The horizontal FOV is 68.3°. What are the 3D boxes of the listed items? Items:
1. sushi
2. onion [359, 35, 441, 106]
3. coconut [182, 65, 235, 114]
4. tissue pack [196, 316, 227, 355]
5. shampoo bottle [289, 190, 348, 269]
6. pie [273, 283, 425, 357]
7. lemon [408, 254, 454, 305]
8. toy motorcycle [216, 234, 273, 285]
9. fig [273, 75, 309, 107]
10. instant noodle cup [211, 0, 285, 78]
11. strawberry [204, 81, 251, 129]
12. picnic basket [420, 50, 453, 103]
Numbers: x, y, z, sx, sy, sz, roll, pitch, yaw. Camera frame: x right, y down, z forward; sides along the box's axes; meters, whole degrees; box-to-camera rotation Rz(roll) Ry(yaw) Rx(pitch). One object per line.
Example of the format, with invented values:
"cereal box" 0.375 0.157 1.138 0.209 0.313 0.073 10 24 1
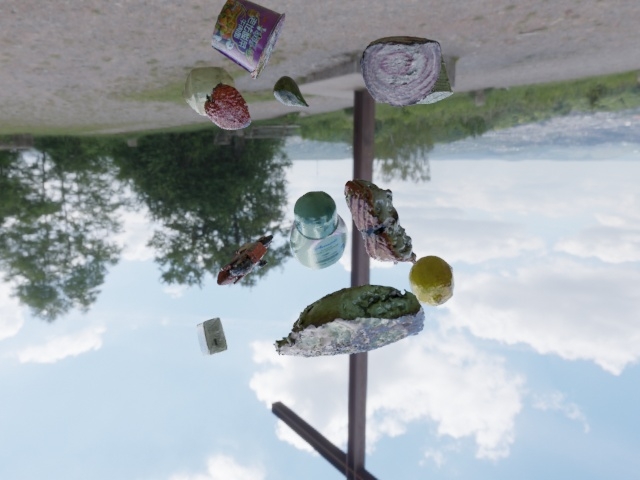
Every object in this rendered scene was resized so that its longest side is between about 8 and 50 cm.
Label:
"sushi" 0.188 -0.052 1.468 0.130 0.332 0.124 -33 -164 -37
"onion" 0.310 -0.685 1.886 0.315 0.280 0.146 -2 -133 2
"coconut" -0.461 -0.617 1.949 0.224 0.224 0.224 -1 -170 0
"tissue pack" -0.469 0.415 2.030 0.092 0.148 0.196 -11 172 -26
"shampoo bottle" -0.009 -0.040 1.658 0.222 0.151 0.349 -20 149 -8
"pie" 0.073 0.198 1.091 0.355 0.102 0.288 -1 152 -20
"lemon" 0.557 0.202 2.364 0.234 0.233 0.288 -1 -133 -3
"toy motorcycle" -0.286 0.071 1.854 0.171 0.089 0.298 -21 -162 28
"fig" -0.130 -0.647 2.112 0.177 0.117 0.117 41 177 -18
"instant noodle cup" -0.262 -0.732 1.677 0.190 0.251 0.251 26 -173 -9
"strawberry" -0.303 -0.428 1.533 0.131 0.148 0.131 -40 174 -5
"picnic basket" 0.467 -0.704 2.033 0.154 0.196 0.134 -14 178 -40
